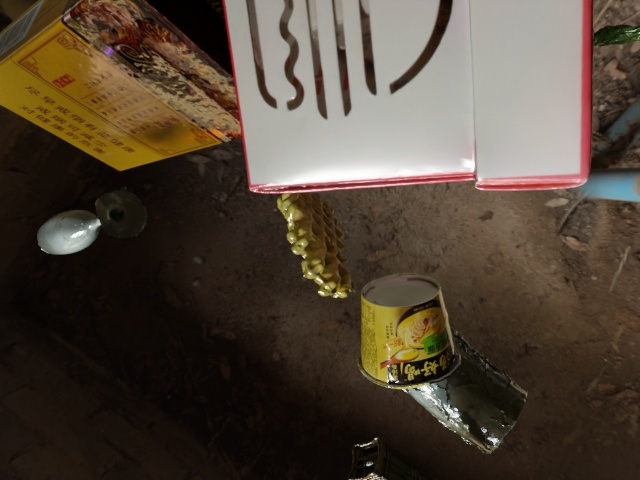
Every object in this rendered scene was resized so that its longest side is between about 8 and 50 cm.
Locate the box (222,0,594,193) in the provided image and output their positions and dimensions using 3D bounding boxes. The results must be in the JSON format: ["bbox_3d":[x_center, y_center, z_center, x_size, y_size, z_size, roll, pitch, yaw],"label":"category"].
[{"bbox_3d":[0.105,-0.221,0.492,0.300,0.312,0.314,0,104,26],"label":"box"}]

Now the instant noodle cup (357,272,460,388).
[{"bbox_3d":[0.123,0.123,0.699,0.151,0.151,0.122,-6,106,10],"label":"instant noodle cup"}]

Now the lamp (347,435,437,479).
[{"bbox_3d":[0.207,0.554,1.049,0.325,0.090,0.089,41,127,-17],"label":"lamp"}]

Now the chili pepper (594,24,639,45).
[{"bbox_3d":[0.380,-0.253,0.585,0.091,0.034,0.030,2,133,18],"label":"chili pepper"}]

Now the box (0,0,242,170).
[{"bbox_3d":[-0.264,-0.235,0.681,0.415,0.264,0.115,-6,62,38],"label":"box"}]

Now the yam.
[{"bbox_3d":[0.344,0.354,1.243,0.348,0.241,0.241,41,99,20],"label":"yam"}]

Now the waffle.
[{"bbox_3d":[0.000,0.000,0.675,0.046,0.160,0.192,-33,66,16],"label":"waffle"}]

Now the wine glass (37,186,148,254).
[{"bbox_3d":[-0.306,-0.018,0.627,0.198,0.066,0.066,-11,91,41],"label":"wine glass"}]
